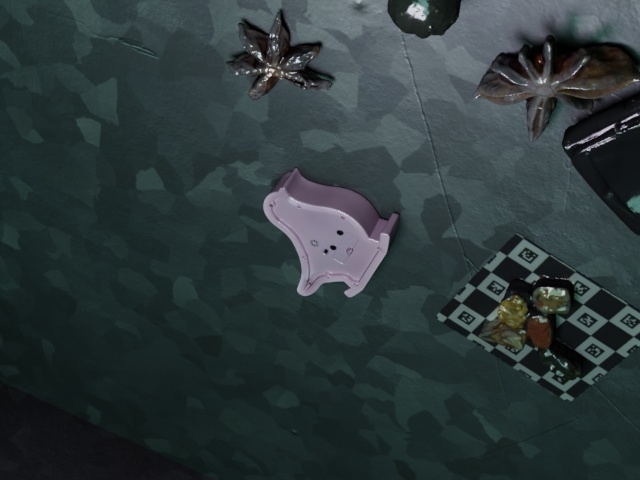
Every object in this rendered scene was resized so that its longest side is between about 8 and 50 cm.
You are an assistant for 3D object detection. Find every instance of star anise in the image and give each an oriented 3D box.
[{"bbox_3d":[0.381,-0.272,1.813,0.198,0.110,0.258,30,147,-23],"label":"star anise"},{"bbox_3d":[-0.094,-0.340,2.030,0.208,0.063,0.171,-4,126,31],"label":"star anise"}]

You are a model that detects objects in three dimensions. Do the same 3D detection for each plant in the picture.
[{"bbox_3d":[0.183,-0.448,1.713,0.142,0.164,0.256,17,124,14],"label":"plant"}]

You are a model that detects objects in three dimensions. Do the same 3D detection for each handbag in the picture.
[{"bbox_3d":[0.576,-0.129,1.841,0.244,0.088,0.275,-24,120,38],"label":"handbag"}]

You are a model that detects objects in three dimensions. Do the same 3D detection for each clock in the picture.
[{"bbox_3d":[0.000,0.000,2.288,0.275,0.080,0.290,28,136,3],"label":"clock"}]

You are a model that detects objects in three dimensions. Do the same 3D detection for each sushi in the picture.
[{"bbox_3d":[0.458,0.190,2.231,0.359,0.064,0.343,32,137,-3],"label":"sushi"}]
